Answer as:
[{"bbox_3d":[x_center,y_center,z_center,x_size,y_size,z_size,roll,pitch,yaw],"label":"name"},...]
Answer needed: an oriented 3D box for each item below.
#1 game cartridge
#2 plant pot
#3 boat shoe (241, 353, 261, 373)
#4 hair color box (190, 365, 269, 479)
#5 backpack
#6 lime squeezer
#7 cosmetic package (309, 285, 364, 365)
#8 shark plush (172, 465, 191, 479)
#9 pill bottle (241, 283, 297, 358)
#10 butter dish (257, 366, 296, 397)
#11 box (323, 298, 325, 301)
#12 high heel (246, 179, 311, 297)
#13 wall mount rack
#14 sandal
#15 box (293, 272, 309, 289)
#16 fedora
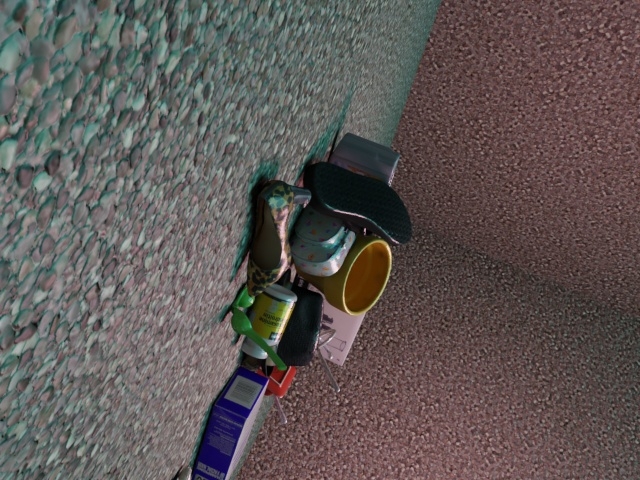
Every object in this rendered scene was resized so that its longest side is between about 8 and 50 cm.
[{"bbox_3d":[0.106,-0.167,1.787,0.062,0.198,0.297,-62,169,-48],"label":"game cartridge"},{"bbox_3d":[0.056,0.078,1.882,0.254,0.239,0.254,-29,130,-43],"label":"plant pot"},{"bbox_3d":[-0.217,0.390,1.807,0.153,0.056,0.048,-62,-178,39],"label":"boat shoe"},{"bbox_3d":[-0.268,0.561,1.763,0.185,0.110,0.339,-57,167,-62],"label":"hair color box"},{"bbox_3d":[0.000,0.000,1.701,0.144,0.166,0.188,68,42,-59],"label":"backpack"},{"bbox_3d":[-0.147,0.146,1.340,0.059,0.110,0.310,78,2,-52],"label":"lime squeezer"},{"bbox_3d":[0.032,0.278,2.398,0.097,0.284,0.377,-52,164,-66],"label":"cosmetic package"},{"bbox_3d":[-0.372,0.667,1.546,0.067,0.073,0.161,8,-103,65],"label":"shark plush"},{"bbox_3d":[-0.139,0.210,1.564,0.103,0.103,0.184,-24,137,-80],"label":"pill bottle"},{"bbox_3d":[-0.184,0.438,1.955,0.118,0.160,0.160,-43,-173,31],"label":"butter dish"},{"bbox_3d":[-0.087,0.279,2.156,0.311,0.121,0.148,-37,151,-77],"label":"box"},{"bbox_3d":[-0.117,0.002,1.178,0.261,0.093,0.186,-65,162,9],"label":"high heel"},{"bbox_3d":[-0.064,0.458,2.051,0.350,0.130,0.304,-33,-171,4],"label":"wall mount rack"},{"bbox_3d":[0.097,-0.097,1.629,0.446,0.107,0.167,23,61,-44],"label":"sandal"},{"bbox_3d":[-0.011,0.028,2.157,0.216,0.060,0.270,-60,171,-49],"label":"box"},{"bbox_3d":[-0.074,0.258,1.812,0.334,0.152,0.334,12,90,-88],"label":"fedora"}]
